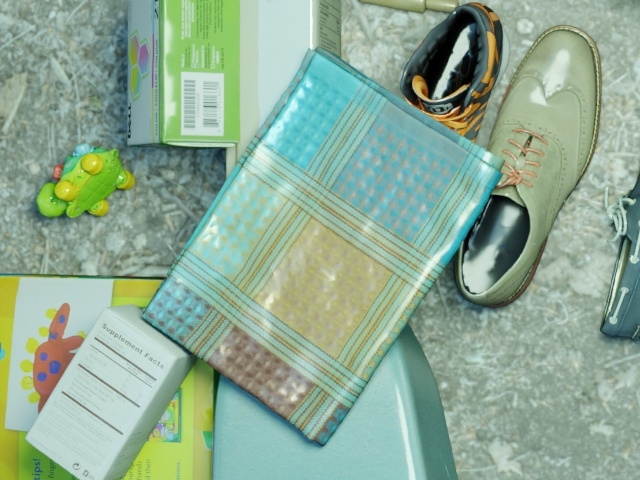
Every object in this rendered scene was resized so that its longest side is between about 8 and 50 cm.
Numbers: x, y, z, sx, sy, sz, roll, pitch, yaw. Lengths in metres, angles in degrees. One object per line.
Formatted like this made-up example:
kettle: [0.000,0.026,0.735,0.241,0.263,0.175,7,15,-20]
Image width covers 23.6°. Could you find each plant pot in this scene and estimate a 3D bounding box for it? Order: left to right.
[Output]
plant pot: [0.013,0.187,1.790,0.247,0.247,0.252,-8,78,13]

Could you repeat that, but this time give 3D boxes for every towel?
towel: [0.000,0.000,1.687,0.271,0.040,0.370,33,90,20]

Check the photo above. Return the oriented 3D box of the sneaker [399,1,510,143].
sneaker: [0.125,-0.127,1.782,0.124,0.180,0.321,15,94,13]

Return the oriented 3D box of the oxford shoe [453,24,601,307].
oxford shoe: [0.245,-0.083,1.780,0.123,0.130,0.348,16,95,12]

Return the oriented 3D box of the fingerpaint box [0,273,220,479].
fingerpaint box: [-0.285,0.264,1.893,0.371,0.163,0.445,0,90,12]

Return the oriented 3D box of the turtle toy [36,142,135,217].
turtle toy: [-0.305,-0.073,1.936,0.130,0.095,0.066,-43,60,10]

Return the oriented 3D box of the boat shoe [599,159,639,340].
boat shoe: [0.369,-0.011,1.775,0.079,0.095,0.255,5,101,2]

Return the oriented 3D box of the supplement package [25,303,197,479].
supplement package: [-0.234,0.175,1.744,0.105,0.105,0.179,33,96,10]

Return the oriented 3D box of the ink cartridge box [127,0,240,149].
ink cartridge box: [-0.186,-0.202,1.817,0.097,0.255,0.189,0,91,-27]

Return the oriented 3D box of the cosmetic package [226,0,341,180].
cosmetic package: [-0.041,-0.144,1.832,0.113,0.160,0.309,-1,90,12]

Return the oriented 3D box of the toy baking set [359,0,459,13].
toy baking set: [0.124,-0.371,1.855,0.256,0.030,0.197,17,94,12]
